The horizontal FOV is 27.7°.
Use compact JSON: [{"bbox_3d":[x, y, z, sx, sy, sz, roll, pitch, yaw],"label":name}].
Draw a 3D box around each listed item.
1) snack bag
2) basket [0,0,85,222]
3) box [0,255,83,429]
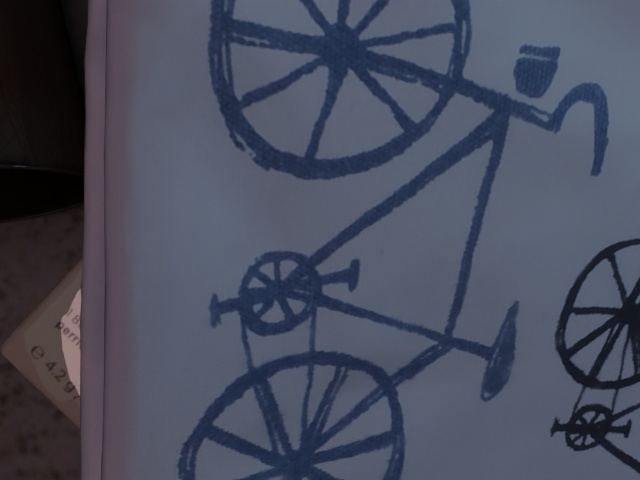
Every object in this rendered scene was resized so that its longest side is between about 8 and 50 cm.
[{"bbox_3d":[0.082,0.011,0.475,0.342,0.037,0.323,-5,116,-19],"label":"snack bag"},{"bbox_3d":[-0.212,-0.126,0.624,0.204,0.154,0.227,-8,82,13],"label":"basket"},{"bbox_3d":[0.000,0.000,0.566,0.127,0.148,0.232,44,96,2],"label":"box"}]
